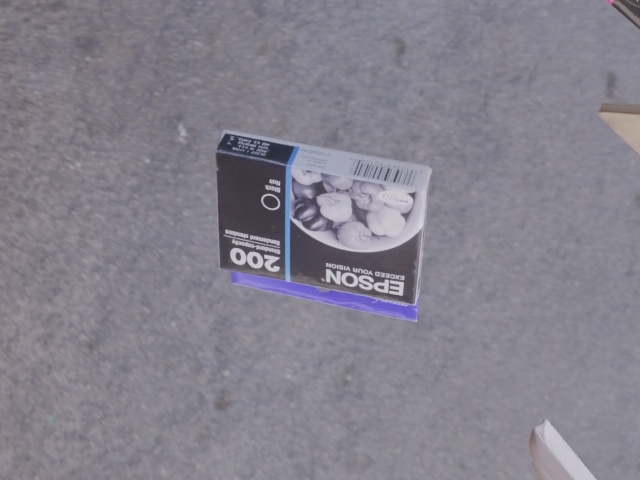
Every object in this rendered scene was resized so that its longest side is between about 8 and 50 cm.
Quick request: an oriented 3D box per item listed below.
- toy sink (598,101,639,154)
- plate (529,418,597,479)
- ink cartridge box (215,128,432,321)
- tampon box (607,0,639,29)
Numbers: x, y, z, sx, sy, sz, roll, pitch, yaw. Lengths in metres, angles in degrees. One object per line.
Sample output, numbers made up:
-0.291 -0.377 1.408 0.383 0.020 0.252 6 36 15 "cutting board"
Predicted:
0.498 -0.175 1.619 0.153 0.234 0.131 34 75 -39 "toy sink"
0.381 0.378 1.816 0.045 0.278 0.277 -40 78 8 "plate"
0.000 0.000 1.266 0.206 0.045 0.208 11 134 11 "ink cartridge box"
0.276 -0.213 0.900 0.120 0.101 0.161 40 49 -3 "tampon box"
